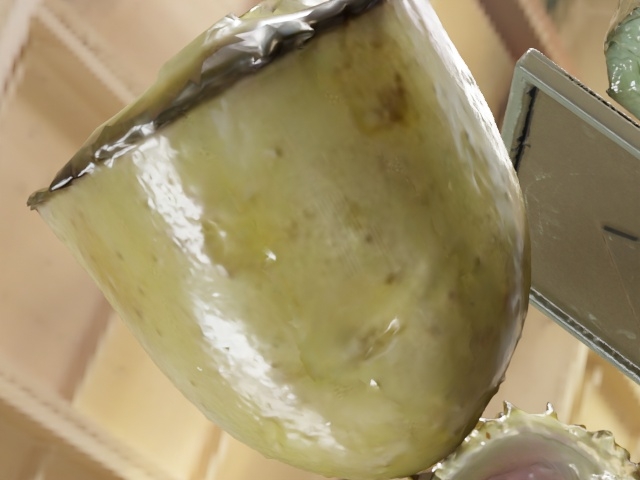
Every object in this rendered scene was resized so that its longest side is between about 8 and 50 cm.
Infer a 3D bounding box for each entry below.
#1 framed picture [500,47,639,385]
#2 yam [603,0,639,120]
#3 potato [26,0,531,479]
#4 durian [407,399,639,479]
[{"bbox_3d":[0.221,0.017,1.385,0.022,0.247,0.335,-48,-15,-17],"label":"framed picture"},{"bbox_3d":[0.240,-0.164,0.893,0.268,0.161,0.161,-61,-34,-23],"label":"yam"},{"bbox_3d":[0.000,0.000,0.935,0.285,0.242,0.242,178,102,-81],"label":"potato"},{"bbox_3d":[0.115,0.208,1.021,0.138,0.183,0.250,101,169,-58],"label":"durian"}]
